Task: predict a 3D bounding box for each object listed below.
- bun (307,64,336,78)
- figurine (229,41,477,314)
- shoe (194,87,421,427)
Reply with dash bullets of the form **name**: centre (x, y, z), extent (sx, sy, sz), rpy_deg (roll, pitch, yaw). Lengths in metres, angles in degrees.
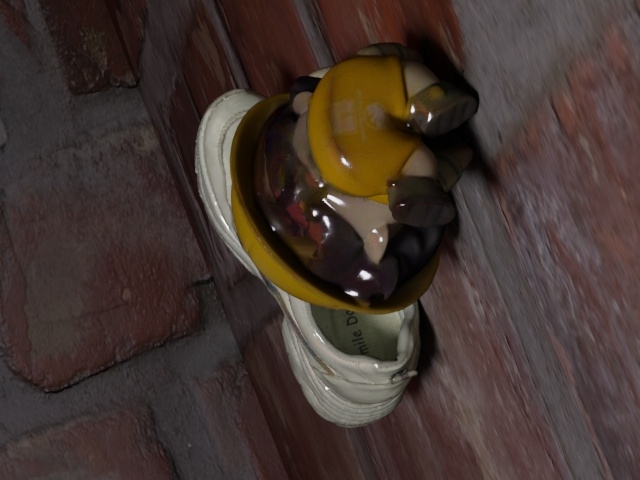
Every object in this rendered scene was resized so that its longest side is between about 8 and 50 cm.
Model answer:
- **bun**: centre (0.020, -0.106, 1.361), extent (0.086, 0.055, 0.086), rpy_deg (14, 107, 53)
- **figurine**: centre (0.019, -0.048, 1.199), extent (0.257, 0.167, 0.192), rpy_deg (104, 157, -67)
- **shoe**: centre (0.000, 0.000, 1.494), extent (0.342, 0.132, 0.210), rpy_deg (64, 164, 6)
